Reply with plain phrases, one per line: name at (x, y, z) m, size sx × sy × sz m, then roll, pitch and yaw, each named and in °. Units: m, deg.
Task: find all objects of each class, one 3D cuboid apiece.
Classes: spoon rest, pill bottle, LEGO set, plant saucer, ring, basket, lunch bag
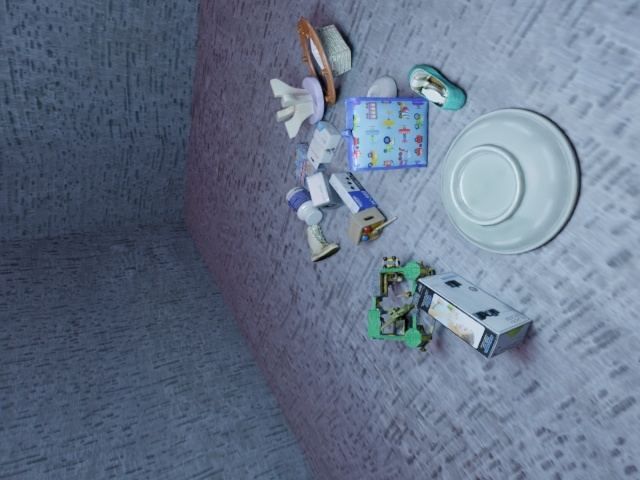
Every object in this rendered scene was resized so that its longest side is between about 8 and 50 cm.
spoon rest at (0.206, -0.446, 1.457) m, size 0.137 × 0.084 × 0.275 m, roll 21°, pitch 103°, yaw 51°
pill bottle at (-0.073, -0.158, 1.906) m, size 0.186 × 0.112 × 0.111 m, roll 51°, pitch 138°, yaw 36°
LEGO set at (0.304, 0.225, 1.433) m, size 0.255 × 0.192 × 0.330 m, roll -17°, pitch 70°, yaw 38°
plant saucer at (0.469, -0.152, 1.110) m, size 0.401 × 0.101 × 0.399 m, roll 22°, pitch 117°, yaw 53°
ring at (-0.023, -0.691, 1.597) m, size 0.336 × 0.032 × 0.336 m, roll 155°, pitch 90°, yaw -87°
basket at (0.039, -0.724, 1.556) m, size 0.113 × 0.103 × 0.167 m, roll 76°, pitch 168°, yaw -69°
lunch bag at (0.194, -0.336, 1.291) m, size 0.138 × 0.294 × 0.220 m, roll 15°, pitch 111°, yaw 54°

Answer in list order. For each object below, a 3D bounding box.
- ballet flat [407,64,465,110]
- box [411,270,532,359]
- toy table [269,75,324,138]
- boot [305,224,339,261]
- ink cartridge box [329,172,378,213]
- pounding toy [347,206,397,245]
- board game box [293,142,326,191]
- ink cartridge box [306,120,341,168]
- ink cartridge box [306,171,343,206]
ballet flat at (0.330, -0.471, 1.237) m, size 0.247 × 0.087 × 0.083 m, roll 51°, pitch 138°, yaw 36°
box at (0.437, 0.207, 1.199) m, size 0.290 × 0.169 × 0.087 m, roll 39°, pitch 127°, yaw 46°
toy table at (-0.096, -0.563, 1.700) m, size 0.274 × 0.161 × 0.251 m, roll 120°, pitch 130°, yaw -74°
boot at (0.000, 0.000, 1.875) m, size 0.213 × 0.077 × 0.164 m, roll -32°, pitch 70°, yaw 58°
ink cartridge box at (0.128, -0.187, 1.610) m, size 0.207 × 0.097 × 0.046 m, roll 57°, pitch 140°, yaw 31°
pounding toy at (0.193, -0.055, 1.540) m, size 0.100 × 0.141 × 0.130 m, roll 55°, pitch 154°, yaw 32°
board game box at (-0.056, -0.323, 1.881) m, size 0.194 × 0.060 × 0.194 m, roll 46°, pitch 134°, yaw 41°
ink cartridge box at (0.012, -0.407, 1.754) m, size 0.104 × 0.062 × 0.181 m, roll 58°, pitch 141°, yaw 30°
ink cartridge box at (0.020, -0.202, 1.691) m, size 0.073 × 0.175 × 0.127 m, roll -17°, pitch 82°, yaw 21°
